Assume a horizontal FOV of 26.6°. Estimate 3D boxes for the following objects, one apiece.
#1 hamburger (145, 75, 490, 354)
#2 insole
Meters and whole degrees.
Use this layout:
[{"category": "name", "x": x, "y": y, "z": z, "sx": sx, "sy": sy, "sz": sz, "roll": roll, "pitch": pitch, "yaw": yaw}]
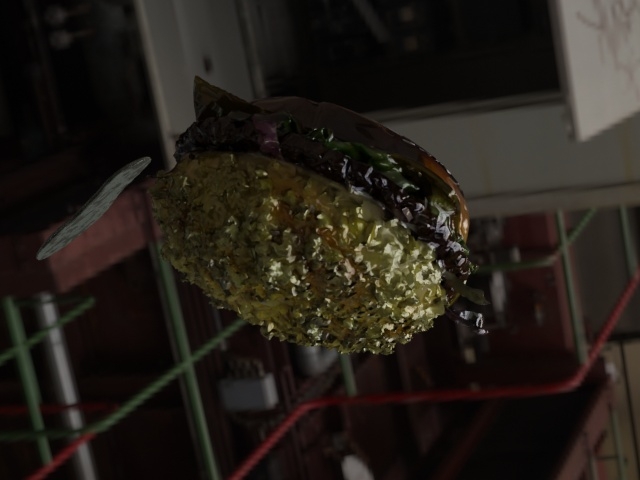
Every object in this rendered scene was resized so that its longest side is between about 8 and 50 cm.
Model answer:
[{"category": "hamburger", "x": 0.000, "y": 0.000, "z": 0.957, "sx": 0.262, "sy": 0.138, "sz": 0.243, "roll": 16, "pitch": 161, "yaw": 17}, {"category": "insole", "x": -0.226, "y": -0.031, "z": 1.334, "sx": 0.065, "sy": 0.006, "sz": 0.193, "roll": -29, "pitch": 172, "yaw": -48}]
